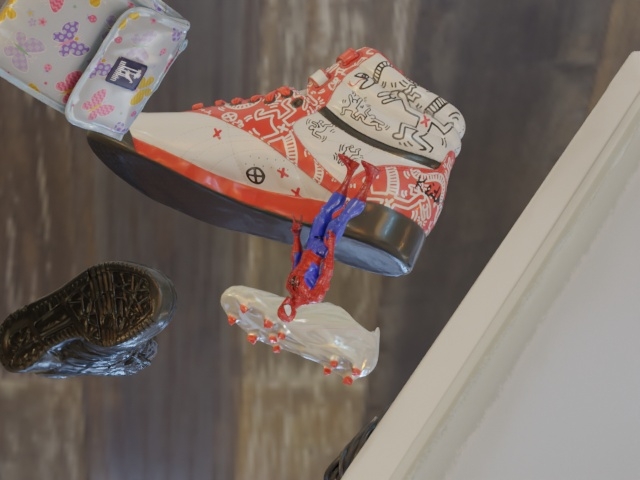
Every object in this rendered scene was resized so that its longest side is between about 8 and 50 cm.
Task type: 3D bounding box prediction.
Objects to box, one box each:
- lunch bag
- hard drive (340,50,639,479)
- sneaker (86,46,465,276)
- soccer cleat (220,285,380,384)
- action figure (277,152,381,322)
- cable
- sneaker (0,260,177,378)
[{"bbox_3d":[-0.113,-0.097,0.891,0.083,0.053,0.071,33,104,-15],"label":"lunch bag"},{"bbox_3d":[0.115,0.086,0.795,0.040,0.307,0.203,1,128,36],"label":"hard drive"},{"bbox_3d":[-0.028,-0.080,1.365,0.270,0.145,0.090,19,161,19],"label":"sneaker"},{"bbox_3d":[-0.022,0.093,2.098,0.196,0.076,0.068,28,147,-13],"label":"soccer cleat"},{"bbox_3d":[0.000,0.000,1.193,0.038,0.115,0.030,20,175,42],"label":"action figure"},{"bbox_3d":[0.067,0.194,1.843,0.047,0.184,0.150,45,121,5],"label":"cable"},{"bbox_3d":[-0.124,0.051,1.094,0.170,0.051,0.089,-20,163,38],"label":"sneaker"}]
